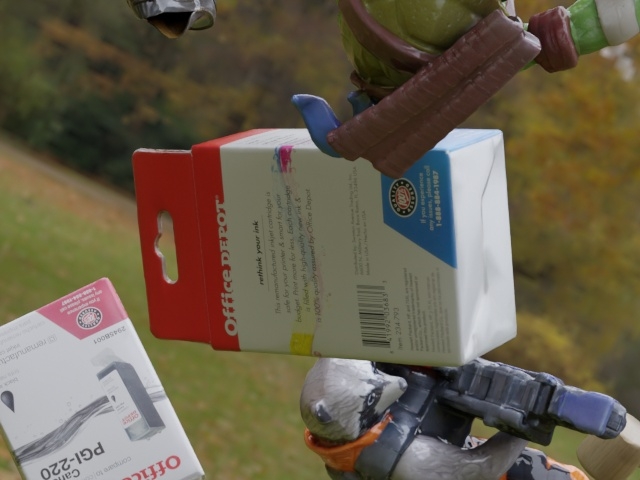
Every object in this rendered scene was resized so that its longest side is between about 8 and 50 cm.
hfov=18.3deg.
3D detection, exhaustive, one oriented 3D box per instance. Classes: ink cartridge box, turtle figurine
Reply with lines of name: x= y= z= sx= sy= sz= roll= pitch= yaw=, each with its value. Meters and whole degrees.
ink cartridge box: x=0.000 y=0.000 z=1.241 sx=0.231 sy=0.134 sz=0.078 roll=3 pitch=14 yaw=32
ink cartridge box: x=-0.226 y=0.169 z=1.905 sx=0.218 sy=0.158 sz=0.092 roll=63 pitch=-9 yaw=8
turtle figurine: x=0.091 y=-0.182 z=1.034 sx=0.198 sy=0.274 sz=0.266 roll=55 pitch=-19 yaw=14

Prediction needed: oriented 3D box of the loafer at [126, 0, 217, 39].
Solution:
loafer: x=-0.141 y=-0.214 z=1.838 sx=0.062 sy=0.061 sz=0.170 roll=-13 pitch=-13 yaw=20

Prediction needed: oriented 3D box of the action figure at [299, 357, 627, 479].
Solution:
action figure: x=0.122 y=0.184 z=1.534 sx=0.330 sy=0.179 sz=0.341 roll=35 pitch=-12 yaw=-25

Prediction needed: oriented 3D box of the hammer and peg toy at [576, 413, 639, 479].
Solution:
hammer and peg toy: x=0.427 y=0.286 z=1.914 sx=0.266 sy=0.127 sz=0.361 roll=6 pitch=36 yaw=-38
